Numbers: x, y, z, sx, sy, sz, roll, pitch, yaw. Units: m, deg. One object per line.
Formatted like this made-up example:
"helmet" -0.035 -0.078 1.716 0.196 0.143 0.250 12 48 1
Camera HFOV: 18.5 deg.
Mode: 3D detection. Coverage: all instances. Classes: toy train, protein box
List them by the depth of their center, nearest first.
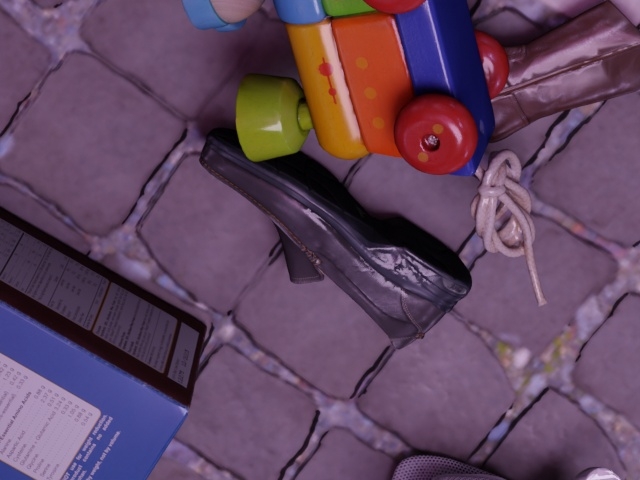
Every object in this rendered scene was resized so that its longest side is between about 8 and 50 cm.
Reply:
"toy train" 0.022 -0.063 1.019 0.143 0.105 0.248 -6 116 21
"protein box" -0.201 0.097 1.077 0.201 0.136 0.199 31 104 -8

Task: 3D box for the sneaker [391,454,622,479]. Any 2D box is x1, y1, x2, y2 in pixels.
"sneaker" 0.025 0.245 1.120 0.366 0.137 0.210 -10 105 -2

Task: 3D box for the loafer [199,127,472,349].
"loafer" 0.000 0.000 1.087 0.170 0.062 0.061 34 108 -7

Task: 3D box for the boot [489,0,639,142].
"boot" 0.115 -0.112 1.064 0.114 0.037 0.106 -21 118 10
